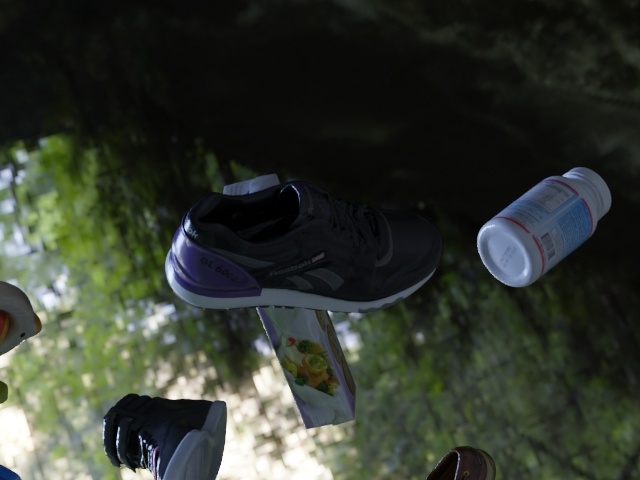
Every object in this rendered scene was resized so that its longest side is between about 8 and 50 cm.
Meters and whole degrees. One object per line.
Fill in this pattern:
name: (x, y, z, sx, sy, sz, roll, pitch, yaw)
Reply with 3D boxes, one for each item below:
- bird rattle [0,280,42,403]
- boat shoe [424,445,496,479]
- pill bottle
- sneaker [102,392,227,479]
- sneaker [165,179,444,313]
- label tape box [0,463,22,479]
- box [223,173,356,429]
bird rattle: (-0.483, 0.112, 2.041, 0.207, 0.143, 0.253, -29, -40, 1)
boat shoe: (0.112, 0.289, 1.640, 0.060, 0.064, 0.178, 29, -83, -47)
pill bottle: (0.260, -0.020, 1.785, 0.160, 0.087, 0.087, -34, -15, -34)
sneaker: (-0.204, 0.263, 1.900, 0.147, 0.104, 0.296, 2, 11, 4)
sneaker: (0.000, 0.000, 1.497, 0.283, 0.107, 0.124, -6, -32, -21)
label tape box: (-0.382, 0.414, 1.670, 0.240, 0.106, 0.333, -52, -33, -31)
box: (-0.032, 0.076, 1.759, 0.063, 0.067, 0.324, -13, -56, 10)
